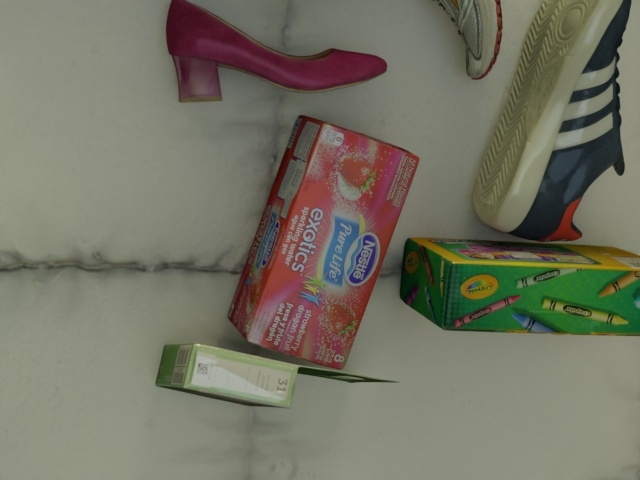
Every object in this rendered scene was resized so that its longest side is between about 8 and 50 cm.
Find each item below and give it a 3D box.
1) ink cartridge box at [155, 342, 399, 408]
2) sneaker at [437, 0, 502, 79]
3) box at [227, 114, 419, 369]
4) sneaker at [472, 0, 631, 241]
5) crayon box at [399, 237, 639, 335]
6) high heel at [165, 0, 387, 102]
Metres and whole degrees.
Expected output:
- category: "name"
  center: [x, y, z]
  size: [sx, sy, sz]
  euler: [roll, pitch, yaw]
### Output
- category: "ink cartridge box"
  center: [-0.052, 0.160, 1.536]
  size: [0.235, 0.171, 0.056]
  euler: [14, 81, -16]
- category: "sneaker"
  center: [0.154, -0.293, 1.569]
  size: [0.092, 0.088, 0.225]
  euler: [-12, 103, 9]
- category: "box"
  center: [0.000, 0.000, 1.546]
  size: [0.122, 0.128, 0.257]
  euler: [19, 94, -16]
- category: "sneaker"
  center: [0.307, -0.161, 1.605]
  size: [0.148, 0.131, 0.350]
  euler: [19, 100, -23]
- category: "crayon box"
  center: [0.249, 0.052, 1.597]
  size: [0.278, 0.165, 0.081]
  euler: [2, 99, -14]
- category: "high heel"
  center: [-0.048, -0.221, 1.528]
  size: [0.244, 0.082, 0.117]
  euler: [-5, 99, -5]
